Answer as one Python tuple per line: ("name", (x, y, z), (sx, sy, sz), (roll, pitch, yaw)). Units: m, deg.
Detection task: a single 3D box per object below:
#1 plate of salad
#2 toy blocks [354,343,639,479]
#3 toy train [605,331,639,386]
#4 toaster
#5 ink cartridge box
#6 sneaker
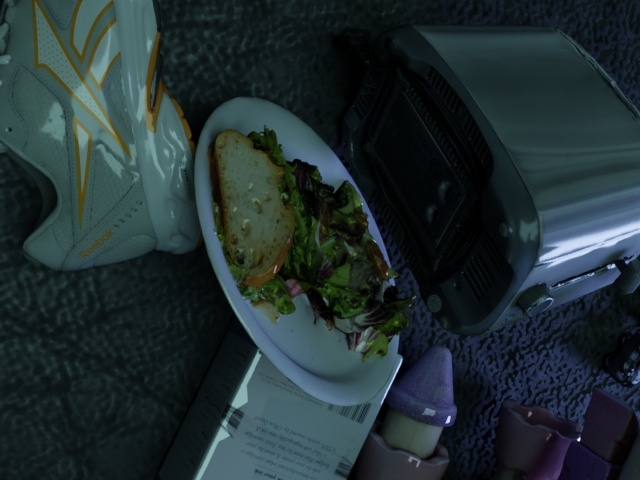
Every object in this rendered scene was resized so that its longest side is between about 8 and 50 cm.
("plate of salad", (0.000, 0.000, 0.570), (0.200, 0.048, 0.199), (39, 37, -39))
("toy blocks", (0.207, 0.187, 0.623), (0.309, 0.288, 0.260), (17, 96, -23))
("toy train", (0.296, 0.059, 0.790), (0.158, 0.027, 0.036), (-48, 118, -10))
("toaster", (0.115, -0.054, 0.607), (0.146, 0.227, 0.129), (-9, 144, -27))
("ink cartridge box", (-0.035, 0.133, 0.628), (0.104, 0.060, 0.180), (29, 86, -27))
("sneaker", (-0.149, -0.102, 0.519), (0.121, 0.099, 0.262), (-19, 105, -17))
